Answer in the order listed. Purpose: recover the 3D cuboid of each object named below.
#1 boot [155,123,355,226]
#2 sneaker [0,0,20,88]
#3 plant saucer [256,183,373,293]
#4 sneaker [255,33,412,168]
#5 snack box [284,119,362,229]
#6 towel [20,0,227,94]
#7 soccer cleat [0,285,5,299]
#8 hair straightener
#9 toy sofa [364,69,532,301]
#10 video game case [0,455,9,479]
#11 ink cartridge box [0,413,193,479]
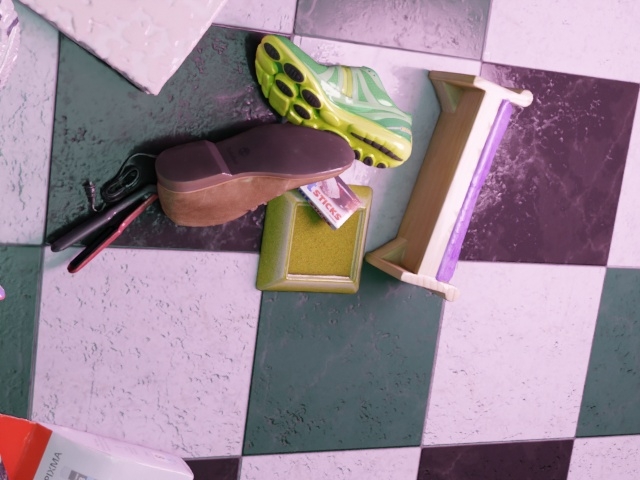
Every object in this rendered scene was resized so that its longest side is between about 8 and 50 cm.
[{"bbox_3d":[-0.098,-0.097,1.497,0.305,0.112,0.115,-10,138,-15],"label":"boot"},{"bbox_3d":[-0.494,-0.309,1.298,0.235,0.153,0.094,93,19,-49],"label":"sneaker"},{"bbox_3d":[0.000,0.000,1.613,0.188,0.045,0.188,3,101,-25],"label":"plant saucer"},{"bbox_3d":[0.022,-0.227,1.549,0.296,0.109,0.123,35,52,-19],"label":"sneaker"},{"bbox_3d":[-0.014,-0.103,1.560,0.178,0.022,0.064,48,70,-8],"label":"snack box"},{"bbox_3d":[-0.274,-0.420,1.383,0.332,0.053,0.317,36,87,-26],"label":"towel"},{"bbox_3d":[-0.569,0.165,1.367,0.116,0.109,0.318,36,84,-31],"label":"soccer cleat"},{"bbox_3d":[-0.307,-0.056,1.459,0.230,0.047,0.089,-41,116,-11],"label":"hair straightener"},{"bbox_3d":[0.229,-0.089,1.636,0.177,0.150,0.362,18,95,-26],"label":"toy sofa"},{"bbox_3d":[-0.566,0.381,1.421,0.232,0.042,0.210,-16,104,-8],"label":"video game case"},{"bbox_3d":[-0.426,0.442,1.505,0.385,0.091,0.308,21,93,-28],"label":"ink cartridge box"}]
